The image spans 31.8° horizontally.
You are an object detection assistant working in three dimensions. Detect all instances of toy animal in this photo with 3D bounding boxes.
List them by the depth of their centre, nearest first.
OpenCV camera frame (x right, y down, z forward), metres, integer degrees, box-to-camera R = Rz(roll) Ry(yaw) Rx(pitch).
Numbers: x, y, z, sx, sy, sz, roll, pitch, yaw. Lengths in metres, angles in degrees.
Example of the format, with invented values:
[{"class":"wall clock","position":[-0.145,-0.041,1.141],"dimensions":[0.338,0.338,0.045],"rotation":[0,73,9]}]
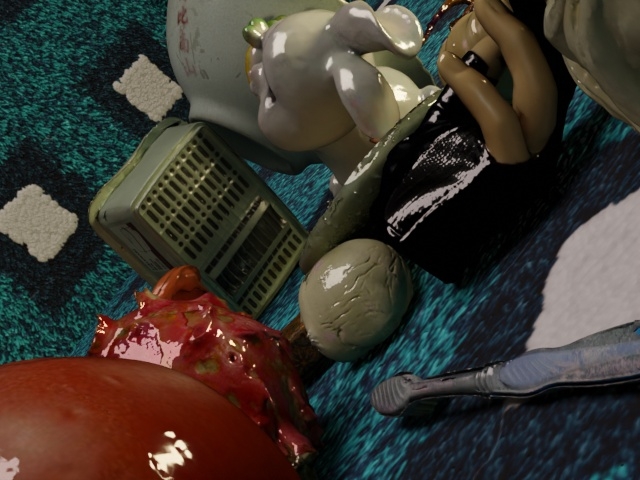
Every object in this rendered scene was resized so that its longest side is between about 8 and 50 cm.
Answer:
[{"class":"toy animal","position":[0.025,-0.168,1.322],"dimensions":[0.182,0.247,0.310],"rotation":[-69,-24,-15]}]

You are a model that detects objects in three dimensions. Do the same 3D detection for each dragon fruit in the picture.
[{"class":"dragon fruit","position":[-0.099,0.155,0.995],"dimensions":[0.268,0.210,0.205],"rotation":[19,88,38]}]

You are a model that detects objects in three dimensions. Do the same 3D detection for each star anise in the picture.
[{"class":"star anise","position":[0.188,-0.282,1.439],"dimensions":[0.097,0.070,0.191],"rotation":[-20,18,46]}]

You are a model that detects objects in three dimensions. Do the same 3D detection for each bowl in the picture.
[{"class":"bowl","position":[-0.067,-0.218,1.625],"dimensions":[0.196,0.435,0.435],"rotation":[-65,14,-7]}]

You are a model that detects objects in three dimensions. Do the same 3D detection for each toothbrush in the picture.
[{"class":"toothbrush","position":[0.144,0.084,0.730],"dimensions":[0.413,0.042,0.035],"rotation":[-26,62,60]}]

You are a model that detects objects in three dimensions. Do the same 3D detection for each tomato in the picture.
[{"class":"tomato","position":[-0.152,0.217,0.676],"dimensions":[0.321,0.321,0.321],"rotation":[-46,12,12]}]

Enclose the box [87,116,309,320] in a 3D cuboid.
[{"class":"box","position":[-0.174,-0.016,1.608],"dimensions":[0.166,0.290,0.220],"rotation":[-5,44,53]}]

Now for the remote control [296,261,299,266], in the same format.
[{"class":"remote control","position":[0.000,0.000,1.579],"dimensions":[0.096,0.014,0.039],"rotation":[-55,14,-26]}]

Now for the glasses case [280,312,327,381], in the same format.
[{"class":"glasses case","position":[-0.062,0.157,1.203],"dimensions":[0.218,0.049,0.075],"rotation":[-45,8,16]}]

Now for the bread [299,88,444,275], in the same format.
[{"class":"bread","position":[0.074,-0.054,1.223],"dimensions":[0.267,0.040,0.267],"rotation":[-47,-12,-13]}]

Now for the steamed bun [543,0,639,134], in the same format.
[{"class":"steamed bun","position":[0.289,-0.248,0.773],"dimensions":[0.346,0.237,0.394],"rotation":[-50,11,-8]}]

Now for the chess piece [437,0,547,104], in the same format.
[{"class":"chess piece","position":[0.221,-0.268,1.099],"dimensions":[0.117,0.117,0.397],"rotation":[-54,-5,-24]}]

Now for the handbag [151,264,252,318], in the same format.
[{"class":"handbag","position":[-0.238,0.232,1.288],"dimensions":[0.410,0.116,0.303],"rotation":[-52,-4,-18]}]

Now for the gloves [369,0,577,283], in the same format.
[{"class":"gloves","position":[0.152,-0.114,1.031],"dimensions":[0.197,0.152,0.300],"rotation":[-115,42,-71]}]

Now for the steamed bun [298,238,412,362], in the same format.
[{"class":"steamed bun","position":[0.033,0.050,1.105],"dimensions":[0.112,0.091,0.130],"rotation":[-39,14,32]}]
